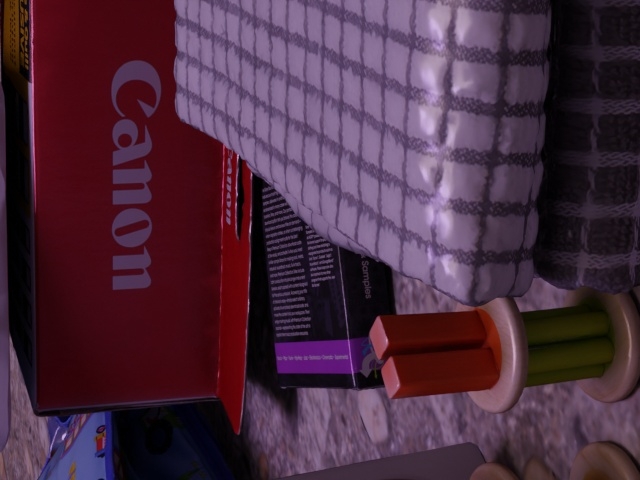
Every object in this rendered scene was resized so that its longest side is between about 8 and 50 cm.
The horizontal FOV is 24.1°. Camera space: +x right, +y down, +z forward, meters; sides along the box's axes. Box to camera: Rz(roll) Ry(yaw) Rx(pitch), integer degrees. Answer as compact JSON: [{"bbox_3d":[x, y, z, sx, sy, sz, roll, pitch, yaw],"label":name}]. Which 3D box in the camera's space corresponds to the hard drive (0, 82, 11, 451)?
[{"bbox_3d":[-0.248,-0.011,1.058,0.353,0.047,0.233,-147,56,-74],"label":"hard drive"}]

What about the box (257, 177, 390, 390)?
[{"bbox_3d":[0.000,0.000,0.823,0.116,0.029,0.162,169,95,-68],"label":"box"}]

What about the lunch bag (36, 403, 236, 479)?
[{"bbox_3d":[-0.157,0.222,1.039,0.221,0.138,0.293,-60,34,23],"label":"lunch bag"}]

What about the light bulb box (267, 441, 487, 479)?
[{"bbox_3d":[-0.089,0.305,0.675,0.361,0.358,0.225,109,146,-46],"label":"light bulb box"}]

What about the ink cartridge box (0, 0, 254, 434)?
[{"bbox_3d":[-0.133,-0.057,0.970,0.272,0.130,0.309,-137,46,-67],"label":"ink cartridge box"}]

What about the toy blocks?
[{"bbox_3d":[0.048,0.078,0.566,0.054,0.148,0.123,-174,79,-67],"label":"toy blocks"}]

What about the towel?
[{"bbox_3d":[0.035,-0.122,0.602,0.283,0.121,0.235,-147,53,-60],"label":"towel"}]
